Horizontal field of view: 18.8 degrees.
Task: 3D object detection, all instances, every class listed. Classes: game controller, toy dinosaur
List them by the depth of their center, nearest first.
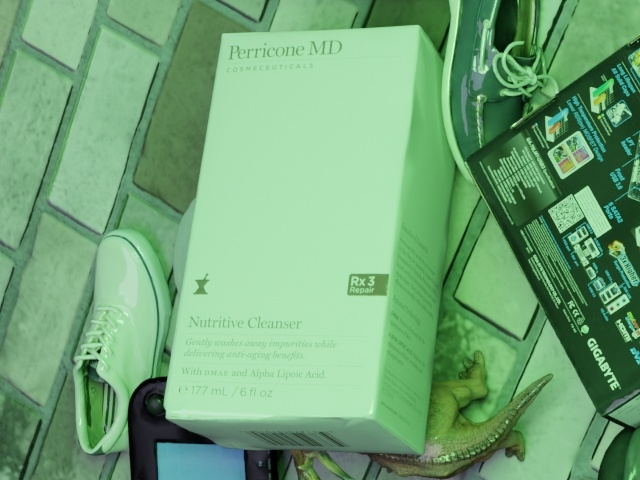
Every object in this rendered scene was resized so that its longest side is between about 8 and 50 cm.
[{"bbox_3d":[0.080,0.192,1.894,0.296,0.200,0.127,-5,97,33],"label":"toy dinosaur"},{"bbox_3d":[-0.124,0.302,2.115,0.167,0.067,0.319,2,102,23],"label":"game controller"}]

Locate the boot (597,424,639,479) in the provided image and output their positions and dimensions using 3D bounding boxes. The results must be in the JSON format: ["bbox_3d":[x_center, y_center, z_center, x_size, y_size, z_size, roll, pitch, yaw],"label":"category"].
[{"bbox_3d":[0.161,0.315,1.865,0.445,0.146,0.367,3,121,33],"label":"boot"}]

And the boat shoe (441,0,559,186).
[{"bbox_3d":[0.174,-0.176,1.829,0.079,0.095,0.254,5,94,42],"label":"boat shoe"}]

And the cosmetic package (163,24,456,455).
[{"bbox_3d":[0.000,0.000,1.825,0.217,0.156,0.385,-2,71,21],"label":"cosmetic package"}]

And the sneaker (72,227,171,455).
[{"bbox_3d":[-0.224,0.117,2.131,0.094,0.091,0.258,6,104,30],"label":"sneaker"}]

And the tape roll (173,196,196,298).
[{"bbox_3d":[-0.045,0.029,2.015,0.219,0.072,0.219,7,103,30],"label":"tape roll"}]

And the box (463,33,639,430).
[{"bbox_3d":[0.311,-0.034,1.688,0.293,0.073,0.295,-36,58,17],"label":"box"}]
